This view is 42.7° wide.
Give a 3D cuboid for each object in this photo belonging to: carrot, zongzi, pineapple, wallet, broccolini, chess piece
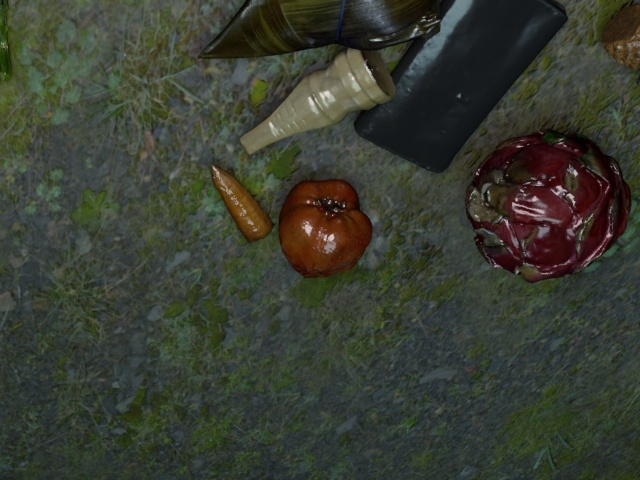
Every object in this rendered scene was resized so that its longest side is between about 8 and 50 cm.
[{"bbox_3d":[-0.176,-0.082,1.722,0.072,0.072,0.205,-25,126,15],"label":"carrot"},{"bbox_3d":[-0.036,-0.482,1.316,0.432,0.208,0.403,-7,131,6],"label":"zongzi"},{"bbox_3d":[0.652,-0.325,1.561,0.277,0.130,0.119,32,133,-30],"label":"pineapple"},{"bbox_3d":[0.261,-0.322,1.567,0.228,0.062,0.406,23,123,-22],"label":"wallet"},{"bbox_3d":[-0.564,-0.373,1.444,0.058,0.067,0.216,27,133,22],"label":"broccolini"},{"bbox_3d":[-0.015,-0.254,1.538,0.301,0.137,0.137,-27,127,20],"label":"chess piece"}]

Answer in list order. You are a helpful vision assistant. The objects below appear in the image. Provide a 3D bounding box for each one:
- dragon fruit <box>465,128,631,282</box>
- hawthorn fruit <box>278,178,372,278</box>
[{"bbox_3d":[0.457,-0.071,1.644,0.329,0.329,0.329,-3,130,-3],"label":"dragon fruit"},{"bbox_3d":[0.000,0.000,1.729,0.207,0.207,0.243,7,137,-11],"label":"hawthorn fruit"}]
